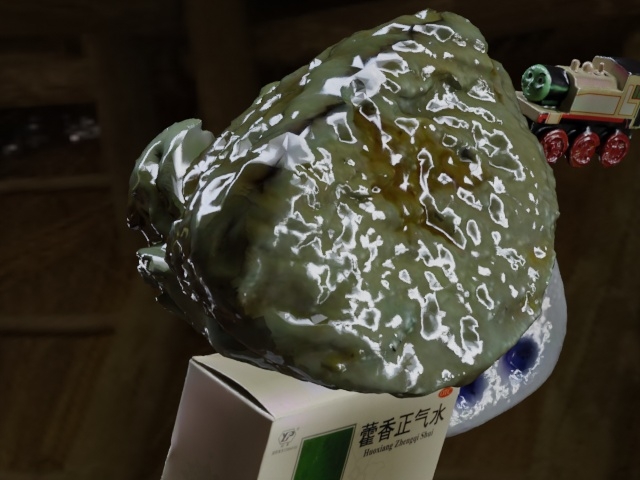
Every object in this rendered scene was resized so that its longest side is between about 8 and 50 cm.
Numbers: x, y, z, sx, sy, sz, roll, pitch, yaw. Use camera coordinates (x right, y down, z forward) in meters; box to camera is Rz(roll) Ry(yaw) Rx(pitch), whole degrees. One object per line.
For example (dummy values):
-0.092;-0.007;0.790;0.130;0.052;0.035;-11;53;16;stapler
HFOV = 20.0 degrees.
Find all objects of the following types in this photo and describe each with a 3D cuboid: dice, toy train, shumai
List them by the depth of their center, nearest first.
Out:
0.001;-0.001;1.051;0.218;0.256;0.189;-16;-71;47;shumai
0.203;-0.105;1.436;0.050;0.138;0.087;39;-61;44;toy train
0.082;0.044;1.541;0.192;0.194;0.193;30;-39;60;dice

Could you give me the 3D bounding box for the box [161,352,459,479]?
-0.009;0.158;1.341;0.095;0.212;0.168;29;-64;37;box
